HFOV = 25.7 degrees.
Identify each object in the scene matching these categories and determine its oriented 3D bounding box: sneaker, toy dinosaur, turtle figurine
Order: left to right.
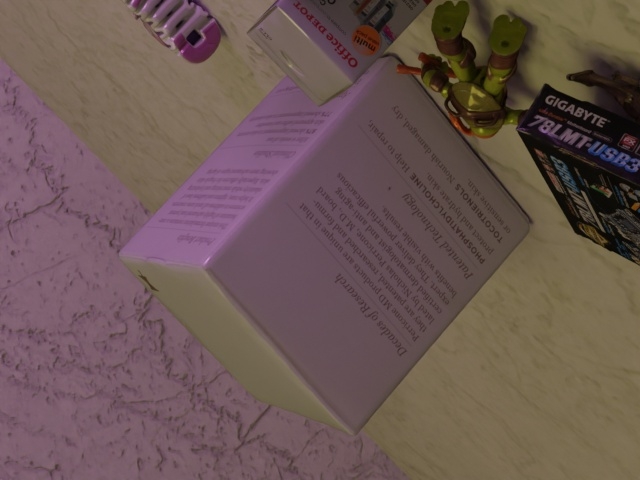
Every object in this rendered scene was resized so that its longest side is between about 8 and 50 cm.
[{"bbox_3d":[-0.257,-0.370,2.138,0.236,0.095,0.104,50,168,-28],"label":"sneaker"},{"bbox_3d":[0.178,-0.184,1.646,0.270,0.087,0.217,33,161,27],"label":"turtle figurine"},{"bbox_3d":[0.350,-0.135,1.491,0.183,0.053,0.092,39,176,-12],"label":"toy dinosaur"}]

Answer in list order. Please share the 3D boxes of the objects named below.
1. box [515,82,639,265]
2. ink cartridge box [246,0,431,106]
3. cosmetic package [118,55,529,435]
[{"bbox_3d":[0.382,-0.027,1.530,0.293,0.073,0.295,31,171,32],"label":"box"},{"bbox_3d":[0.028,-0.266,1.620,0.128,0.176,0.127,44,163,-9],"label":"ink cartridge box"},{"bbox_3d":[0.000,0.000,1.957,0.327,0.393,0.329,48,162,-21],"label":"cosmetic package"}]
